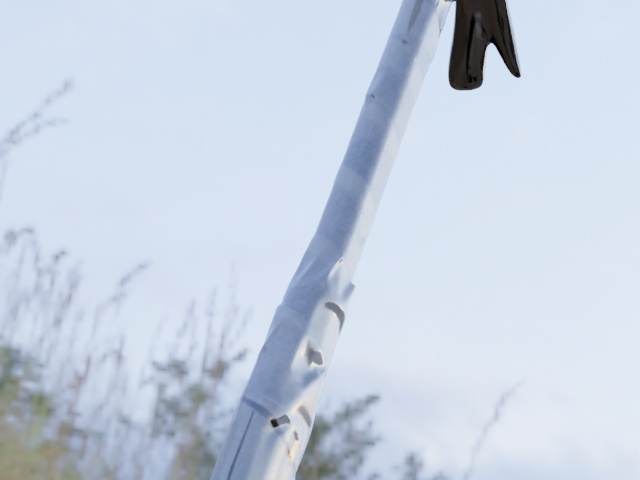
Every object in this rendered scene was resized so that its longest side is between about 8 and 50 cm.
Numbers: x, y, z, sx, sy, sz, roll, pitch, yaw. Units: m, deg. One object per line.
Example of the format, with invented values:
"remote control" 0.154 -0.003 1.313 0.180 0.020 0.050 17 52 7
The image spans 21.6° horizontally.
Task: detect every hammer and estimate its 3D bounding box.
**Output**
"hammer" 0.001 0.000 0.706 0.044 0.427 0.152 0 -39 31
